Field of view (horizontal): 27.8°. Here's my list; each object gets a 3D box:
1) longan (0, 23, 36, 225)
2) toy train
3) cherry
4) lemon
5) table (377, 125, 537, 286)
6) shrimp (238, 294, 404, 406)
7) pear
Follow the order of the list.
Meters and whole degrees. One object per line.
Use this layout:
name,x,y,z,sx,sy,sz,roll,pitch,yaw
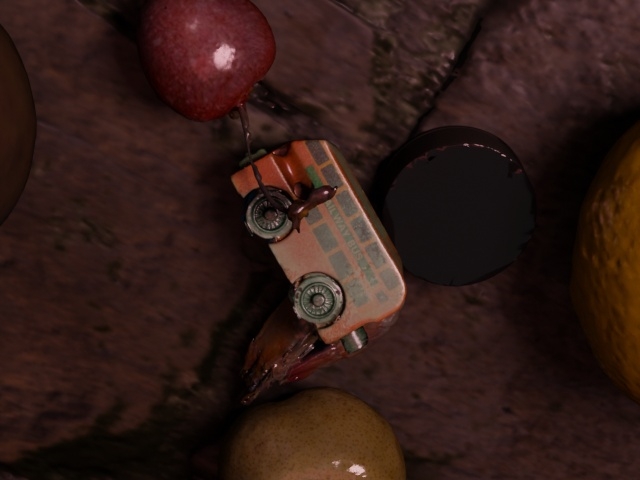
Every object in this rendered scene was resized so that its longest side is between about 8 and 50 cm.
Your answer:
longan,-0.385,-0.094,0.943,0.350,0.288,0.289,5,114,-17
toy train,0.000,0.000,1.079,0.099,0.072,0.188,-31,96,-3
cherry,-0.060,-0.118,1.018,0.107,0.090,0.225,-42,87,-16
lemon,0.326,0.017,1.029,0.260,0.261,0.284,-20,133,6
table,0.116,-0.029,1.109,0.133,0.043,0.134,-1,114,-2
shrimp,-0.005,0.085,1.154,0.190,0.042,0.101,-43,114,12
pear,-0.006,0.208,1.158,0.167,0.136,0.167,-2,116,-5
